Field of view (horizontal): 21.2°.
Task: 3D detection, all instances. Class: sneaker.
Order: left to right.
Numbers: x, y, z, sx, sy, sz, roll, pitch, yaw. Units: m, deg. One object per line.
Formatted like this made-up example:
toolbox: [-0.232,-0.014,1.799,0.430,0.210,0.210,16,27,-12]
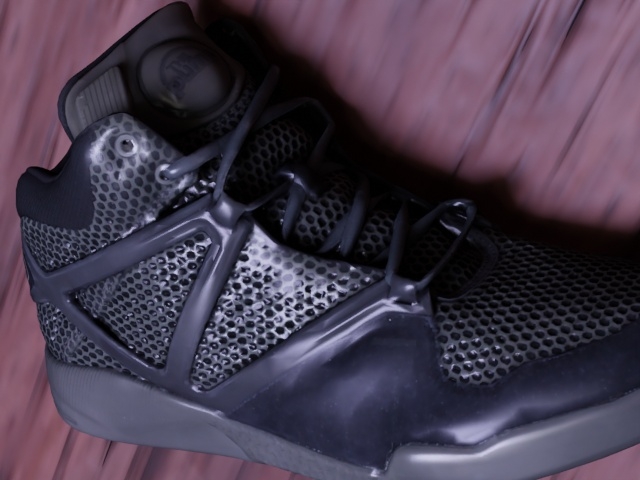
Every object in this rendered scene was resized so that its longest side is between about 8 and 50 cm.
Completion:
sneaker: [0.000,0.000,0.503,0.228,0.087,0.130,5,123,33]
